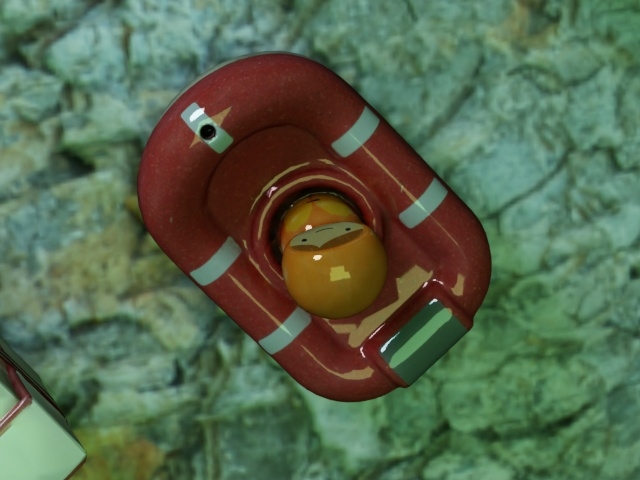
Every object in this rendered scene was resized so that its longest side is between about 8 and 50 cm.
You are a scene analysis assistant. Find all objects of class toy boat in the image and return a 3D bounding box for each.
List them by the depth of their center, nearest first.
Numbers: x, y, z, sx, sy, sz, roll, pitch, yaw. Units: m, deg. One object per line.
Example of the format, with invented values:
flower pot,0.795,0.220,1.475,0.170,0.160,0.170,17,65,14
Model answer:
toy boat,0.000,0.000,1.103,0.151,0.151,0.231,-44,107,5

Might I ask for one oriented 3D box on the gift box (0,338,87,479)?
gift box,-0.299,0.123,1.046,0.276,0.255,0.258,-45,105,-1
